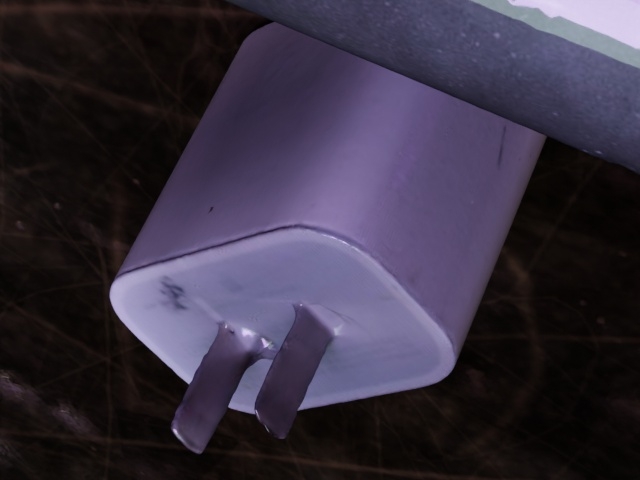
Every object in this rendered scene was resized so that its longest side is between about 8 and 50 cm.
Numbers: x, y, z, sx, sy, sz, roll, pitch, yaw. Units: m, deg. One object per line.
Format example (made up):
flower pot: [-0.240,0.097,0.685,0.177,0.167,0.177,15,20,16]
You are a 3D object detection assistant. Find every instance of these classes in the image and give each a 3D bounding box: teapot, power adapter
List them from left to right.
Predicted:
power adapter: [0.000,0.000,1.021,0.187,0.255,0.124,-17,129,44]
teapot: [0.060,-0.175,0.832,0.337,0.200,0.270,23,131,9]
